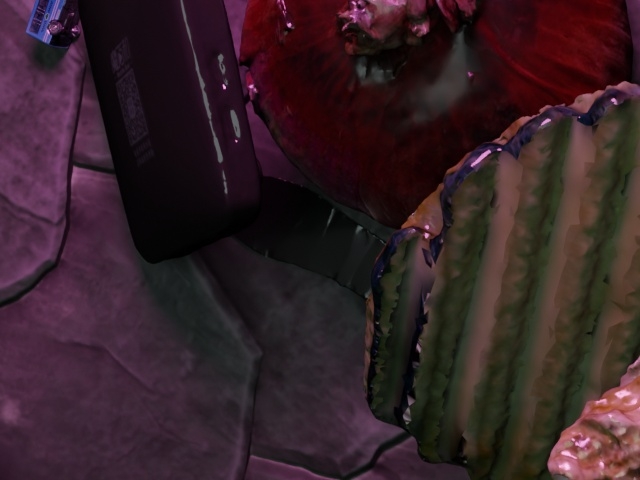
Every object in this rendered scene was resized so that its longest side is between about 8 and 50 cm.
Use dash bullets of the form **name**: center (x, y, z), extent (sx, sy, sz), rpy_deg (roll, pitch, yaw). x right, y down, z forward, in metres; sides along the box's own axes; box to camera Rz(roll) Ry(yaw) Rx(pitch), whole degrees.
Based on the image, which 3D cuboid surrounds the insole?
- **insole**: center (0.000, 0.000, 1.700), extent (0.232, 0.003, 0.080), rpy_deg (27, 103, 20)

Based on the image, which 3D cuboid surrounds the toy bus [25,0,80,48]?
- **toy bus**: center (-0.262, -0.238, 1.784), extent (0.046, 0.038, 0.083), rpy_deg (25, 101, 24)

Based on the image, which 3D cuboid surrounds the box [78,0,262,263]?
- **box**: center (-0.140, -0.131, 1.633), extent (0.290, 0.073, 0.288), rpy_deg (156, 101, -67)

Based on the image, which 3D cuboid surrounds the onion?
- **onion**: center (0.093, -0.179, 1.505), extent (0.348, 0.285, 0.347), rpy_deg (-1, 86, 14)

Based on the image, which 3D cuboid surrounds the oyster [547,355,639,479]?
- **oyster**: center (0.360, 0.168, 1.435), extent (0.351, 0.114, 0.238), rpy_deg (-4, 125, 6)

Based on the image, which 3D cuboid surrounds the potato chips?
- **potato chips**: center (0.220, 0.054, 1.492), extent (0.359, 0.070, 0.429), rpy_deg (9, 119, -1)
